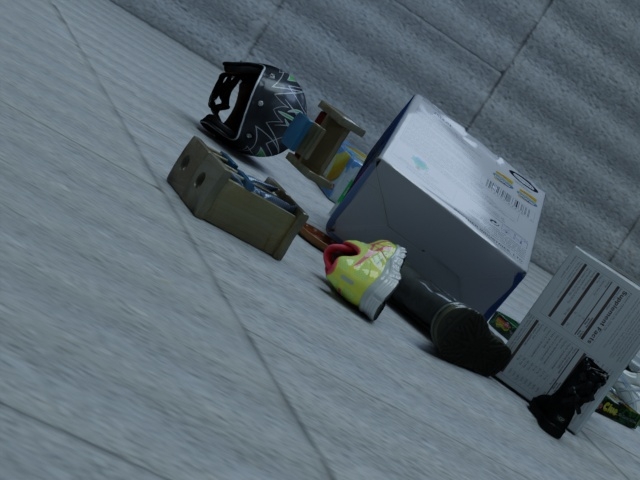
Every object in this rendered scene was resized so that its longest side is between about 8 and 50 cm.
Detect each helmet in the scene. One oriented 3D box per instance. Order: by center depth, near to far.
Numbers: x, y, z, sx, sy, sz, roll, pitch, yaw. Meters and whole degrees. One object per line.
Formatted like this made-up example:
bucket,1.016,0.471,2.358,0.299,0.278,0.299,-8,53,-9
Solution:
helmet,-0.101,-0.216,2.273,0.161,0.169,0.169,19,-1,31

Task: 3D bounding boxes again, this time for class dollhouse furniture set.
dollhouse furniture set,-0.067,-0.101,1.623,0.129,0.184,0.129,29,9,-31

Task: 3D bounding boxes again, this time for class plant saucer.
plant saucer,0.000,0.000,1.907,0.083,0.013,0.083,32,8,-5

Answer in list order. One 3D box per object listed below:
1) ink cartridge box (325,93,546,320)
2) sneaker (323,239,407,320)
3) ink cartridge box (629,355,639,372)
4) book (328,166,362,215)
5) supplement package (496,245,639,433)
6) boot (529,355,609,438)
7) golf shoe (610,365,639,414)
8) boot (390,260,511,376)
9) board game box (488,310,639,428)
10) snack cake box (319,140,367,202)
ink cartridge box,0.188,-0.057,2.064,0.270,0.151,0.395,38,27,-3
sneaker,0.049,0.029,1.691,0.094,0.081,0.208,31,8,-3
ink cartridge box,0.496,0.210,2.416,0.175,0.072,0.127,35,8,12
book,0.090,-0.045,2.237,0.144,0.096,0.035,39,10,37
supplement package,0.360,0.129,1.878,0.145,0.204,0.262,36,8,11
boot,0.307,0.187,1.694,0.045,0.099,0.121,35,8,-4
golf shoe,0.532,0.254,2.252,0.176,0.086,0.069,40,8,30
boot,0.138,0.079,1.765,0.208,0.076,0.189,48,1,38
board game box,0.388,0.204,2.185,0.136,0.030,0.259,24,12,-41
snack cake box,0.073,-0.111,2.602,0.152,0.089,0.264,30,9,-19
